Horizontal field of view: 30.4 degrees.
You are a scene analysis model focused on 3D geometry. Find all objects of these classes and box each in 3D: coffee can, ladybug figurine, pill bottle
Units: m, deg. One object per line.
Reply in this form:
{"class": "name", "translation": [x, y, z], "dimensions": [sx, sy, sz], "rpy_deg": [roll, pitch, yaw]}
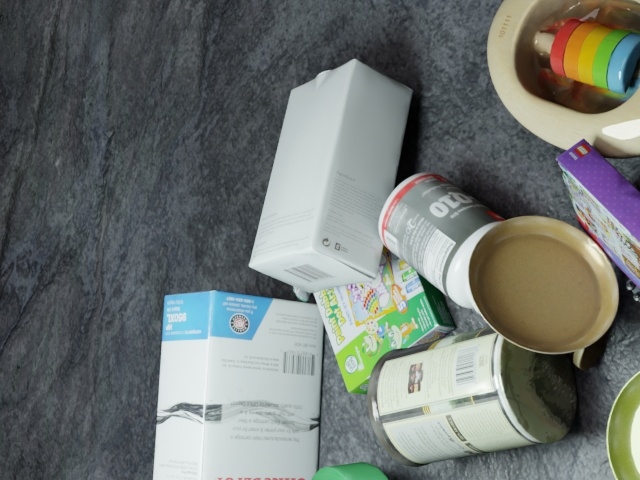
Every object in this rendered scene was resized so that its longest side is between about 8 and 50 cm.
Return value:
{"class": "coffee can", "translation": [0.243, 0.249, 1.906], "dimensions": [0.275, 0.202, 0.201], "rpy_deg": [-20, 68, 42]}
{"class": "ladybug figurine", "translation": [0.457, -0.275, 1.818], "dimensions": [0.449, 0.162, 0.305], "rpy_deg": [34, 107, 45]}
{"class": "pill bottle", "translation": [0.241, 0.013, 1.986], "dimensions": [0.283, 0.161, 0.161], "rpy_deg": [40, 110, 43]}

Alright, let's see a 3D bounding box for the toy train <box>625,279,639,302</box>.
{"class": "toy train", "translation": [0.516, 0.115, 1.778], "dimensions": [0.036, 0.027, 0.158], "rpy_deg": [-41, 53, 18]}

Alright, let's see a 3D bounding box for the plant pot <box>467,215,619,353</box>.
{"class": "plant pot", "translation": [0.339, 0.071, 1.810], "dimensions": [0.032, 0.236, 0.236], "rpy_deg": [102, 154, -60]}

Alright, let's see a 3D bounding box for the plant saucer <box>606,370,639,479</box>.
{"class": "plant saucer", "translation": [0.531, 0.293, 1.717], "dimensions": [0.241, 0.037, 0.240], "rpy_deg": [-13, 72, 44]}

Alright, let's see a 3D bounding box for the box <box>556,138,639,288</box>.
{"class": "box", "translation": [0.469, 0.004, 1.722], "dimensions": [0.057, 0.201, 0.293], "rpy_deg": [-36, 53, -1]}

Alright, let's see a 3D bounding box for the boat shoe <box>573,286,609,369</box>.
{"class": "boat shoe", "translation": [0.424, 0.137, 1.856], "dimensions": [0.045, 0.050, 0.135], "rpy_deg": [15, 83, 50]}

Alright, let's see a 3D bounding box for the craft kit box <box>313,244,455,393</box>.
{"class": "craft kit box", "translation": [0.108, 0.117, 2.183], "dimensions": [0.246, 0.061, 0.249], "rpy_deg": [-44, 53, 35]}

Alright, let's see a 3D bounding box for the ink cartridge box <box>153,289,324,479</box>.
{"class": "ink cartridge box", "translation": [-0.153, 0.307, 2.246], "dimensions": [0.166, 0.286, 0.394], "rpy_deg": [-7, 76, 47]}

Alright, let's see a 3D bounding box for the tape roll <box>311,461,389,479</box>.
{"class": "tape roll", "translation": [0.064, 0.548, 2.038], "dimensions": [0.321, 0.077, 0.321], "rpy_deg": [177, 90, -67]}

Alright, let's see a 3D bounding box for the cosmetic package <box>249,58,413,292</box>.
{"class": "cosmetic package", "translation": [0.021, -0.116, 2.167], "dimensions": [0.217, 0.156, 0.384], "rpy_deg": [-14, 56, 54]}

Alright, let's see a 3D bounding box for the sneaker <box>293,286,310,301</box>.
{"class": "sneaker", "translation": [-0.021, 0.069, 2.320], "dimensions": [0.069, 0.038, 0.098], "rpy_deg": [-46, 33, 33]}
